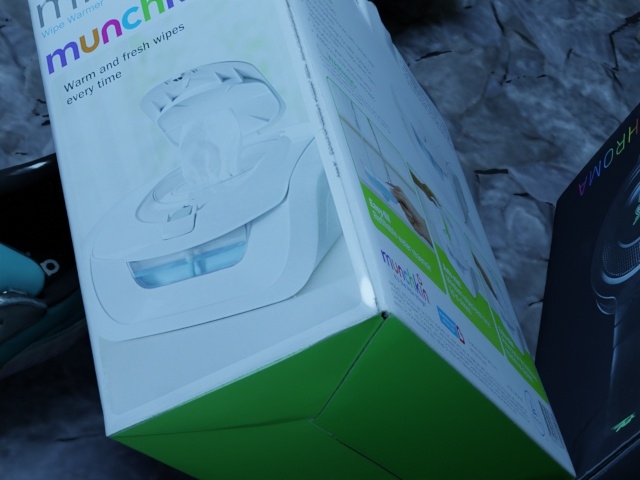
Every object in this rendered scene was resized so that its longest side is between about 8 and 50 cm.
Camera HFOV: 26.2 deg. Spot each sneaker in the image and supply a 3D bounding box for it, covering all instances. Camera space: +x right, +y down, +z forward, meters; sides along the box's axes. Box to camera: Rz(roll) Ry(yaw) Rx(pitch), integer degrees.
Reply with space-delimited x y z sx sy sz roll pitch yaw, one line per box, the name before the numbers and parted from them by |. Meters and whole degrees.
sneaker | -0.198 0.038 0.615 0.108 0.121 0.302 43 49 9

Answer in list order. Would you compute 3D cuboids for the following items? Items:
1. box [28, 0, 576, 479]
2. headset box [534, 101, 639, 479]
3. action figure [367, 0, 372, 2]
box | 0.000 0.000 0.648 0.262 0.127 0.231 41 27 -57
headset box | 0.227 0.038 0.747 0.131 0.246 0.283 24 50 -9
action figure | -0.029 -0.285 0.914 0.330 0.178 0.341 29 73 -11
